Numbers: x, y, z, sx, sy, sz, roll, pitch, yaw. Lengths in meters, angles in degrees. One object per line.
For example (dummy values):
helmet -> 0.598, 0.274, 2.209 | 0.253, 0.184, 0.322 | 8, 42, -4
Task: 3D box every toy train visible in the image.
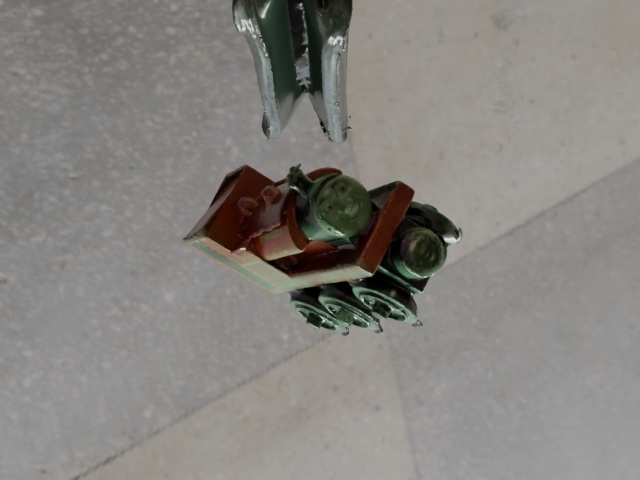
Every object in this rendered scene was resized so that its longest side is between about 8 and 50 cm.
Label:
toy train -> 0.000, 0.000, 0.638 | 0.118, 0.176, 0.074 | 32, 74, -15

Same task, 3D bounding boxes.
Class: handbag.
handbag -> -0.008, -0.227, 0.855 | 0.079, 0.247, 0.260 | 3, 74, 2
